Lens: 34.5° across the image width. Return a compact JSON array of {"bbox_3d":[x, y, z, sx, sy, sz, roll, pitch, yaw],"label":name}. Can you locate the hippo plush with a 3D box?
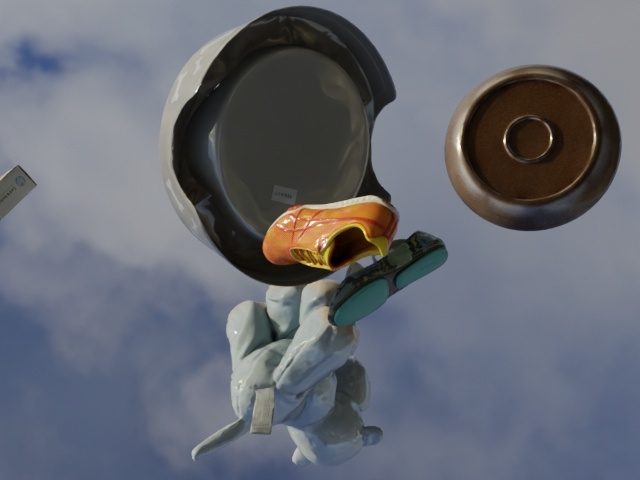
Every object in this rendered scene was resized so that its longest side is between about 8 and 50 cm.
[{"bbox_3d":[0.004,0.207,1.448,0.236,0.234,0.294,45,-146,-31],"label":"hippo plush"}]

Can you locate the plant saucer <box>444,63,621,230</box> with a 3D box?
[{"bbox_3d":[0.368,-0.172,1.810,0.310,0.310,0.050,47,-179,20],"label":"plant saucer"}]

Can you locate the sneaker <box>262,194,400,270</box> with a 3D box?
[{"bbox_3d":[0.000,0.000,1.046,0.064,0.175,0.067,46,-130,-27],"label":"sneaker"}]

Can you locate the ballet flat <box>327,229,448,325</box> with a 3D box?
[{"bbox_3d":[0.072,0.044,1.289,0.188,0.070,0.070,-27,-117,-26],"label":"ballet flat"}]

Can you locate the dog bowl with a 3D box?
[{"bbox_3d":[-0.052,-0.121,1.320,0.348,0.349,0.102,-12,-164,-38],"label":"dog bowl"}]

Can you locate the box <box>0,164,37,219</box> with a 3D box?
[{"bbox_3d":[-0.439,-0.002,1.229,0.038,0.145,0.186,49,-133,-18],"label":"box"}]
